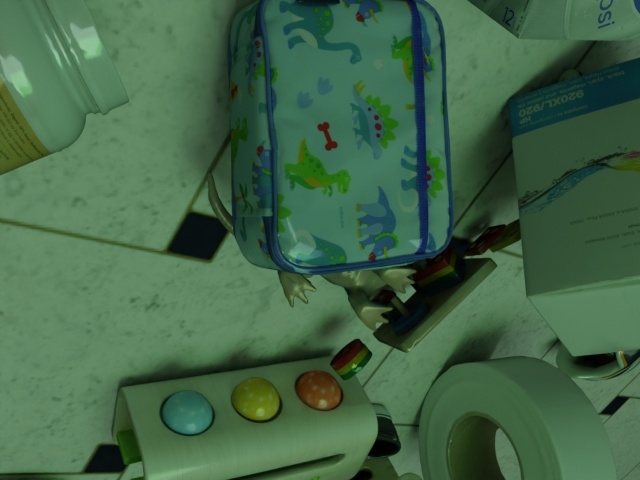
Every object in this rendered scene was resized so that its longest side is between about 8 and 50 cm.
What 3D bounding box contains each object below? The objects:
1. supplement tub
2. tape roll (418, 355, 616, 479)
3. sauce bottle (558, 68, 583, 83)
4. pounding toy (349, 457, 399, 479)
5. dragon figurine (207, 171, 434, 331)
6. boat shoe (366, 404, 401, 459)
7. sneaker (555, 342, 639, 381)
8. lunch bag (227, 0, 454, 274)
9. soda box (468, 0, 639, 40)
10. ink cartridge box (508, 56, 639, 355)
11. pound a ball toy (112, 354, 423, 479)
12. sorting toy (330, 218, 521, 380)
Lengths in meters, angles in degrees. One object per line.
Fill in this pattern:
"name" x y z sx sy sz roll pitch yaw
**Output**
"supplement tub" -0.232 -0.101 0.438 0.199 0.144 0.144 -25 137 -10
"tape roll" 0.258 0.306 1.012 0.100 0.286 0.286 -2 129 -31
"sauce bottle" 0.303 -0.154 0.798 0.128 0.042 0.042 14 120 -37
"pounding toy" 0.047 0.404 1.123 0.181 0.094 0.206 -10 142 -31
"dragon figurine" 0.000 0.000 0.711 0.289 0.144 0.085 20 111 -26
"boat shoe" 0.012 0.276 0.986 0.228 0.076 0.080 5 125 -35
"sneaker" 0.455 0.093 1.055 0.127 0.126 0.321 -9 134 -33
"lunch bag" 0.020 -0.086 0.580 0.176 0.090 0.219 -2 92 -28
"soda box" 0.273 -0.239 0.658 0.286 0.098 0.091 -6 131 -26
"ink cartridge box" 0.300 -0.028 0.731 0.168 0.233 0.171 -14 147 29
"pound a ball toy" -0.045 0.233 0.815 0.319 0.208 0.136 -3 130 -28
"sorting toy" 0.118 0.050 0.813 0.274 0.132 0.046 -42 94 -8
